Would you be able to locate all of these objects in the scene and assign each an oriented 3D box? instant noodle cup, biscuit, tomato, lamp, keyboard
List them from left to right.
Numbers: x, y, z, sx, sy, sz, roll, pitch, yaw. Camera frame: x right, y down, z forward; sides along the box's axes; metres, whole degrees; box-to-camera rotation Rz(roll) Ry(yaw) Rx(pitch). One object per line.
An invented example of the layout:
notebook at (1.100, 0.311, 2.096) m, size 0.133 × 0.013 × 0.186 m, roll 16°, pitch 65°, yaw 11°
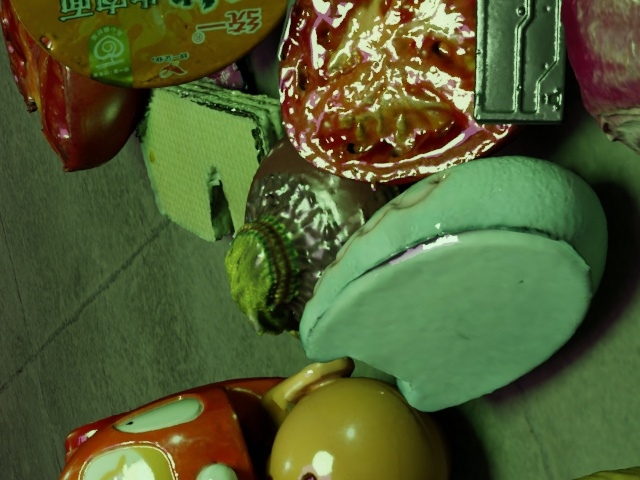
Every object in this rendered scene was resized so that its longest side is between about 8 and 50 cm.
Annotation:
tomato at (-0.209, -0.187, 1.084) m, size 0.233 × 0.139 × 0.200 m, roll 59°, pitch 152°, yaw 29°
instant noodle cup at (-0.139, -0.259, 0.892) m, size 0.182 × 0.230 × 0.230 m, roll -119°, pitch 35°, yaw -48°
biscuit at (-0.084, -0.058, 0.978) m, size 0.250 × 0.046 × 0.147 m, roll 22°, pitch 130°, yaw 55°
lamp at (0.003, 0.000, 0.783) m, size 0.156 × 0.134 × 0.157 m, roll -4°, pitch 94°, yaw 57°
tomato at (0.057, -0.118, 0.693) m, size 0.174 × 0.082 × 0.166 m, roll -15°, pitch 88°, yaw 35°
keyboard at (0.105, -0.138, 0.609) m, size 0.053 × 0.010 × 0.155 m, roll 4°, pitch 97°, yaw 23°

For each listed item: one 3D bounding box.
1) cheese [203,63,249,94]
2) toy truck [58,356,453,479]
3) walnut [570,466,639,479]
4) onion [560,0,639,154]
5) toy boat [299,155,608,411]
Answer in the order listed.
cheese at (-0.089, -0.161, 0.990) m, size 0.095 × 0.038 × 0.145 m, roll -34°, pitch 75°, yaw 58°
toy truck at (-0.046, 0.180, 0.806) m, size 0.239 × 0.264 × 0.189 m, roll 133°, pitch 121°, yaw -65°
walnut at (0.164, 0.207, 0.525) m, size 0.222 × 0.195 × 0.195 m, roll 63°, pitch 146°, yaw 39°
onion at (0.177, -0.130, 0.489) m, size 0.250 × 0.111 × 0.248 m, roll 14°, pitch 111°, yaw 59°
toy boat at (0.078, 0.020, 0.680) m, size 0.208 × 0.134 × 0.079 m, roll -46°, pitch 22°, yaw 44°
